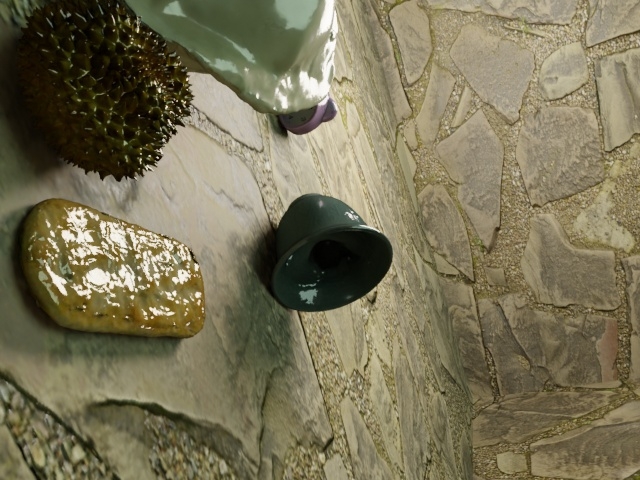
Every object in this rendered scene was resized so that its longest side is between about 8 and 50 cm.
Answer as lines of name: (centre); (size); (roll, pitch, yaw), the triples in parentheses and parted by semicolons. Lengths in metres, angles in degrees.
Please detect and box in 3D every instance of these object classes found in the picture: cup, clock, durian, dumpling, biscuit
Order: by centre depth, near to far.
durian: (-0.189, -0.135, 0.486); (0.168, 0.137, 0.158); (58, 3, -11)
biscuit: (-0.182, 0.035, 0.528); (0.247, 0.029, 0.119); (30, 49, -65)
dumpling: (-0.134, -0.311, 0.626); (0.395, 0.233, 0.315); (52, 29, -11)
cup: (0.000, 0.000, 0.891); (0.199, 0.199, 0.150); (54, 10, -48)
clock: (-0.035, -0.287, 1.048); (0.050, 0.110, 0.153); (-19, 95, -73)
